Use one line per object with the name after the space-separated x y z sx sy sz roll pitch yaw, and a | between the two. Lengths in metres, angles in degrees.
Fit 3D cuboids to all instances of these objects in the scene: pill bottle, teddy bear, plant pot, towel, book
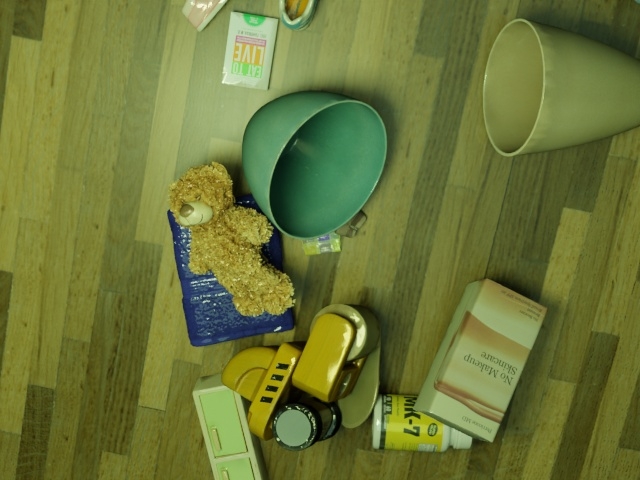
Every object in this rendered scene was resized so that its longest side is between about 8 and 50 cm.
0.216 0.393 1.916 0.209 0.119 0.119 2 102 1 | pill bottle
-0.181 0.017 1.740 0.245 0.113 0.338 14 133 41 | teddy bear
-0.042 -0.175 1.743 0.195 0.290 0.290 37 105 38 | plant pot
0.000 0.000 1.893 0.083 0.009 0.060 -6 101 4 | towel
-0.189 0.060 1.886 0.228 0.076 0.308 -9 102 -3 | towel
0.490 -0.286 1.710 0.274 0.256 0.256 0 103 -14 | plant pot
-0.143 -0.383 1.805 0.096 0.035 0.144 8 101 -4 | book

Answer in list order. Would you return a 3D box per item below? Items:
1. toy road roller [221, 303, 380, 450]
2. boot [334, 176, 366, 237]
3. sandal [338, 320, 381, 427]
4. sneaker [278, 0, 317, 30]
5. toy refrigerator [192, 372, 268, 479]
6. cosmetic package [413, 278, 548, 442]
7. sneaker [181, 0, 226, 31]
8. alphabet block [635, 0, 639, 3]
-0.049 0.255 1.820 0.241 0.202 0.329 27 93 17 | toy road roller
0.058 -0.068 1.864 0.087 0.042 0.118 30 93 -15 | boot
0.102 0.285 1.922 0.088 0.079 0.240 4 82 29 | sandal
-0.028 -0.524 1.736 0.088 0.092 0.228 10 101 2 | sneaker
-0.195 0.431 1.952 0.102 0.094 0.269 -11 102 4 | toy refrigerator
0.326 0.244 1.821 0.153 0.129 0.296 25 79 -5 | cosmetic package
-0.222 -0.486 1.772 0.070 0.051 0.134 42 105 -12 | sneaker
0.623 -0.577 1.652 0.193 0.192 0.197 41 102 -8 | alphabet block
